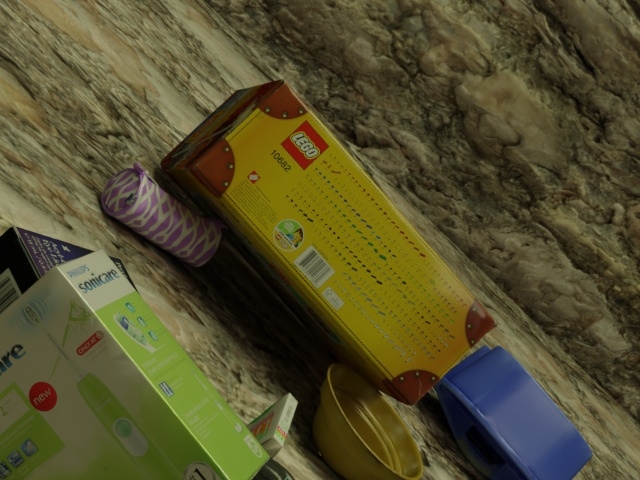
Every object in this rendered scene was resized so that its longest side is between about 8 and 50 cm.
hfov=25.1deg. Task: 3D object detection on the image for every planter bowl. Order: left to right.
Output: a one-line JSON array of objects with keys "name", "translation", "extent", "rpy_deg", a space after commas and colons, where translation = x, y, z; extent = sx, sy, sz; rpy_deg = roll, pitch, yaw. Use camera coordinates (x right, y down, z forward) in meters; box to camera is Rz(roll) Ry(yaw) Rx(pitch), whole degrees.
[{"name": "planter bowl", "translation": [0.052, 0.297, 2.167], "extent": [0.217, 0.090, 0.217], "rpy_deg": [44, 17, -17]}]

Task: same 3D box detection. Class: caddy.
[{"name": "caddy", "translation": [0.345, 0.356, 2.701], "extent": [0.341, 0.179, 0.241], "rpy_deg": [50, -8, -1]}]

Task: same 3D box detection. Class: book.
[{"name": "book", "translation": [-0.078, 0.262, 1.879], "extent": [0.035, 0.096, 0.144], "rpy_deg": [48, 15, -8]}]

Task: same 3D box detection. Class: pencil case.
[{"name": "pencil case", "translation": [-0.236, -0.037, 2.151], "extent": [0.086, 0.088, 0.206], "rpy_deg": [33, -3, 45]}]

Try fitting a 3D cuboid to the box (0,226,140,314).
[{"name": "box", "translation": [-0.295, 0.090, 1.656], "extent": [0.153, 0.108, 0.207], "rpy_deg": [57, 17, 25]}]

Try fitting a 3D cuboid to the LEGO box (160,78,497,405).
[{"name": "LEGO box", "translation": [0.000, 0.000, 2.278], "extent": [0.500, 0.193, 0.372], "rpy_deg": [48, -8, -12]}]

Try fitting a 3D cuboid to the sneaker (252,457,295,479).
[{"name": "sneaker", "translation": [-0.058, 0.357, 1.710], "extent": [0.267, 0.101, 0.106], "rpy_deg": [54, 18, 17]}]

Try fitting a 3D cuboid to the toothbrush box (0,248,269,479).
[{"name": "toothbrush box", "translation": [-0.226, 0.185, 1.446], "extent": [0.283, 0.206, 0.122], "rpy_deg": [52, 16, 3]}]
